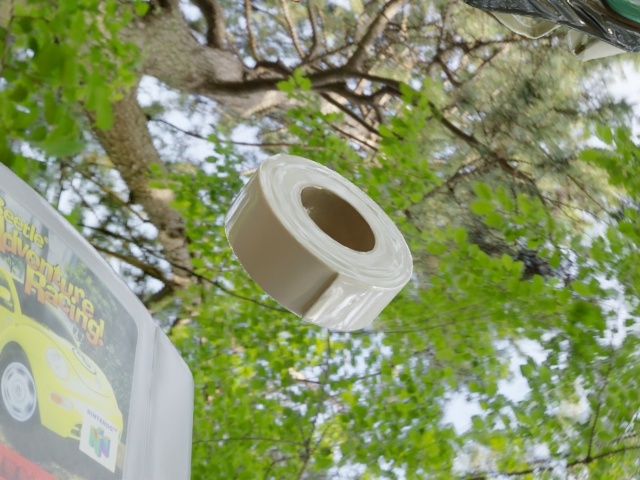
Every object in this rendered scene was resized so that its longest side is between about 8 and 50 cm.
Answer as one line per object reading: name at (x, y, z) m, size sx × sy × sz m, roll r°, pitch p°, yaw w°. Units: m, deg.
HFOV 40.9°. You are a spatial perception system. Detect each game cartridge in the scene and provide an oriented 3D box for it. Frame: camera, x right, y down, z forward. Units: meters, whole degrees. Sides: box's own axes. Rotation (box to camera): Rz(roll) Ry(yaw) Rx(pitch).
game cartridge at (-0.149, 0.068, 0.393) m, size 0.060 × 0.294 × 0.196 m, roll -22°, pitch -133°, yaw 13°

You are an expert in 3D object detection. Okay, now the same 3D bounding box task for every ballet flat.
ballet flat at (0.269, -0.248, 0.902) m, size 0.096 × 0.280 × 0.095 m, roll 128°, pitch -30°, yaw -51°

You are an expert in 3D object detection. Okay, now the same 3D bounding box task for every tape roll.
tape roll at (0.000, 0.000, 1.295) m, size 0.286 × 0.286 × 0.100 m, roll 50°, pitch -62°, yaw 20°

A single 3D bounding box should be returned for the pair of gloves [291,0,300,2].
pair of gloves at (-0.080, -0.408, 1.391) m, size 0.083 × 0.074 × 0.010 m, roll 17°, pitch -93°, yaw 24°
